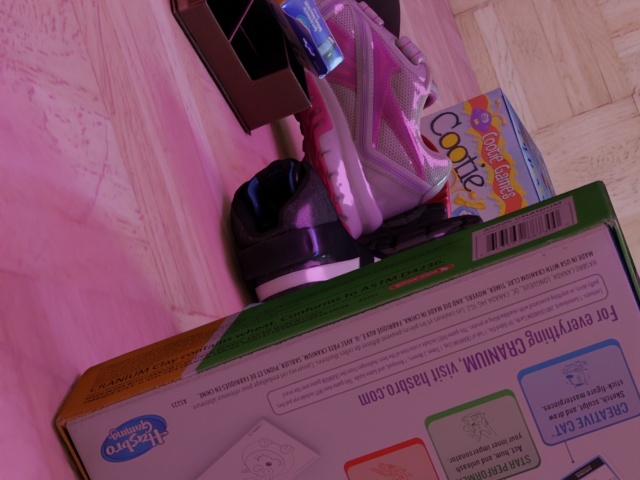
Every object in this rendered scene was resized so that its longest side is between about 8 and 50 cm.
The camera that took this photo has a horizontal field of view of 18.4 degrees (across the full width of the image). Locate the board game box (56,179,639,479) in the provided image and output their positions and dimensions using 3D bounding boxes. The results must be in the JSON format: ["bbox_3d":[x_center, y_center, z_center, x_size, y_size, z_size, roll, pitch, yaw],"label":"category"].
[{"bbox_3d":[0.063,0.164,0.840,0.064,0.242,0.316,-75,144,-73],"label":"board game box"}]

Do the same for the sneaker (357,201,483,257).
[{"bbox_3d":[0.083,0.046,1.515,0.286,0.109,0.130,-78,153,-83],"label":"sneaker"}]

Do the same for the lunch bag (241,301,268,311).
[{"bbox_3d":[0.077,0.127,1.023,0.160,0.223,0.262,-70,138,-66],"label":"lunch bag"}]

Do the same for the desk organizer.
[{"bbox_3d":[-0.054,-0.136,1.350,0.130,0.050,0.047,58,15,-47],"label":"desk organizer"}]

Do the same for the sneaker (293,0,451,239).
[{"bbox_3d":[0.027,-0.124,1.513,0.103,0.111,0.252,130,-55,-75],"label":"sneaker"}]

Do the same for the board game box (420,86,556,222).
[{"bbox_3d":[0.165,-0.036,2.044,0.275,0.142,0.144,39,32,-71],"label":"board game box"}]

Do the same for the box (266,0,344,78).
[{"bbox_3d":[-0.035,-0.170,1.411,0.136,0.028,0.081,37,-14,41],"label":"box"}]

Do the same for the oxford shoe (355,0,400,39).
[{"bbox_3d":[0.025,-0.250,1.958,0.076,0.076,0.212,22,-44,46],"label":"oxford shoe"}]

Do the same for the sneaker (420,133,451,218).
[{"bbox_3d":[0.085,-0.048,1.815,0.128,0.087,0.221,52,21,-56],"label":"sneaker"}]

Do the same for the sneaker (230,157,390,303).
[{"bbox_3d":[0.000,0.000,1.281,0.217,0.079,0.121,-48,119,-77],"label":"sneaker"}]
